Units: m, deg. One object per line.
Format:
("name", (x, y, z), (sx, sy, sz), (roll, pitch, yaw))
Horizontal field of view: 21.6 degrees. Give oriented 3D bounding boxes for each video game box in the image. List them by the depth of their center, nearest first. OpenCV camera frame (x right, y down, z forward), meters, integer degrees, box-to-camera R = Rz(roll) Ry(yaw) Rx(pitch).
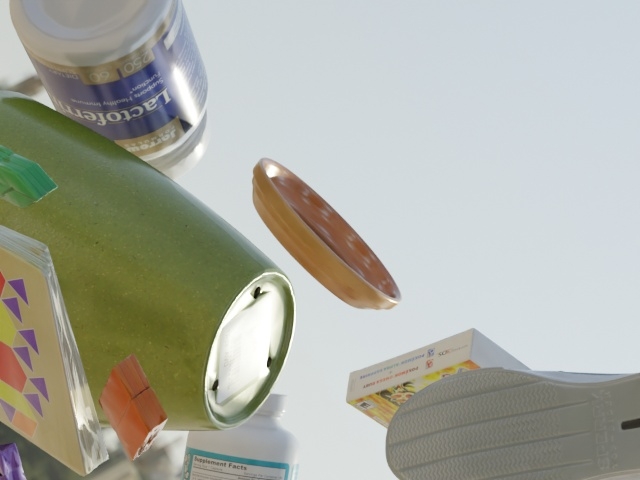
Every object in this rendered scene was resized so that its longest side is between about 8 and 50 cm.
("video game box", (0.165, 0.186, 1.878), (0.187, 0.048, 0.205), (-26, -49, 38))

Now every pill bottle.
("pill bottle", (-0.191, -0.169, 1.618), (0.153, 0.153, 0.265), (53, -9, 27))
("pill bottle", (-0.105, 0.317, 2.098), (0.146, 0.146, 0.264), (172, -72, -74))

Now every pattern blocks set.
("pattern blocks set", (-0.198, 0.061, 1.080), (0.285, 0.026, 0.325), (33, -40, 29))

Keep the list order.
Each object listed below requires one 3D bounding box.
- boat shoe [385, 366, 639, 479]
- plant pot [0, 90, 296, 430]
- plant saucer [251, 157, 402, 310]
("boat shoe", (0.194, 0.147, 1.216), (0.094, 0.302, 0.109), (30, 58, -53))
("plant pot", (-0.179, 0.047, 1.390), (0.293, 0.275, 0.275), (19, -35, 26))
("plant saucer", (0.000, 0.000, 1.671), (0.200, 0.037, 0.200), (45, 10, -10))
